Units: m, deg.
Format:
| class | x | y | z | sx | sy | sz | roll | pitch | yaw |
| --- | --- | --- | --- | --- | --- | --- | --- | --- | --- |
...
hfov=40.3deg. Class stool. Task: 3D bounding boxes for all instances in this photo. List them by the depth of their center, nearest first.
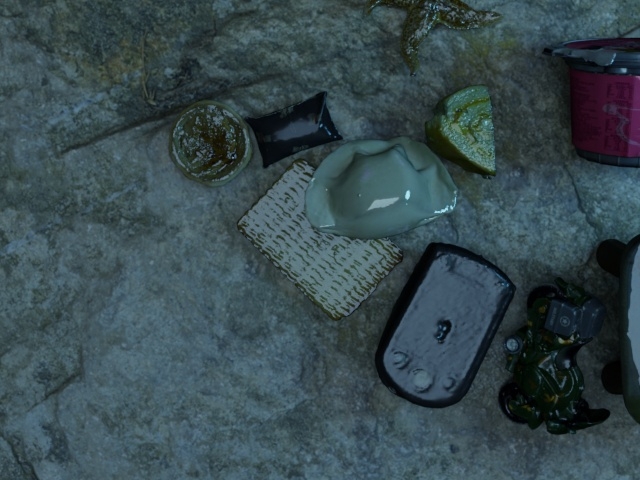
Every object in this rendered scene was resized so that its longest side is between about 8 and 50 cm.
| class | x | y | z | sx | sy | sz | roll | pitch | yaw |
| --- | --- | --- | --- | --- | --- | --- | --- | --- | --- |
| stool | 0.602 | 0.123 | 1.375 | 0.310 | 0.226 | 0.310 | -2 | 94 | 2 |

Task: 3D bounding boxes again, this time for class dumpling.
| class | x | y | z | sx | sy | sz | roll | pitch | yaw |
| --- | --- | --- | --- | --- | --- | --- | --- | --- | --- |
| dumpling | 0.091 | -0.093 | 1.440 | 0.252 | 0.131 | 0.179 | -14 | 70 | -3 |

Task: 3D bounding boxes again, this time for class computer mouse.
| class | x | y | z | sx | sy | sz | roll | pitch | yaw |
| --- | --- | --- | --- | --- | --- | --- | --- | --- | --- |
| computer mouse | 0.202 | 0.143 | 1.459 | 0.170 | 0.100 | 0.269 | 28 | 90 | -3 |

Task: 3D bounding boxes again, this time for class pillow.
| class | x | y | z | sx | sy | sz | roll | pitch | yaw |
| --- | --- | --- | --- | --- | --- | --- | --- | --- | --- |
| pillow | -0.045 | -0.189 | 1.480 | 0.150 | 0.048 | 0.090 | -20 | 86 | 6 |

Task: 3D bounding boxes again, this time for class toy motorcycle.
| class | x | y | z | sx | sy | sz | roll | pitch | yaw |
| --- | --- | --- | --- | --- | --- | --- | --- | --- | --- |
| toy motorcycle | 0.394 | 0.203 | 1.420 | 0.187 | 0.125 | 0.274 | 24 | 114 | 35 |

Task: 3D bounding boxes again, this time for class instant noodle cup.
| class | x | y | z | sx | sy | sz | roll | pitch | yaw |
| --- | --- | --- | --- | --- | --- | --- | --- | --- | --- |
| instant noodle cup | 0.493 | -0.216 | 1.365 | 0.302 | 0.258 | 0.181 | 0 | 108 | 4 |

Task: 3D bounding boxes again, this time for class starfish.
| class | x | y | z | sx | sy | sz | roll | pitch | yaw |
| --- | --- | --- | --- | --- | --- | --- | --- | --- | --- |
| starfish | 0.188 | -0.409 | 1.447 | 0.236 | 0.062 | 0.277 | 2 | 92 | 2 |

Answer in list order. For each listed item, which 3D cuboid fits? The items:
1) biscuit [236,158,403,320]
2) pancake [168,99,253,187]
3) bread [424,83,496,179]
| class | x | y | z | sx | sy | sz | roll | pitch | yaw |
| --- | --- | --- | --- | --- | --- | --- | --- | --- | --- |
| biscuit | 0.000 | 0.000 | 1.499 | 0.254 | 0.029 | 0.172 | 44 | 94 | 0 |
| pancake | -0.188 | -0.168 | 1.501 | 0.152 | 0.025 | 0.151 | 0 | 92 | 4 |
| bread | 0.229 | -0.173 | 1.436 | 0.110 | 0.103 | 0.156 | -5 | 84 | -5 |
